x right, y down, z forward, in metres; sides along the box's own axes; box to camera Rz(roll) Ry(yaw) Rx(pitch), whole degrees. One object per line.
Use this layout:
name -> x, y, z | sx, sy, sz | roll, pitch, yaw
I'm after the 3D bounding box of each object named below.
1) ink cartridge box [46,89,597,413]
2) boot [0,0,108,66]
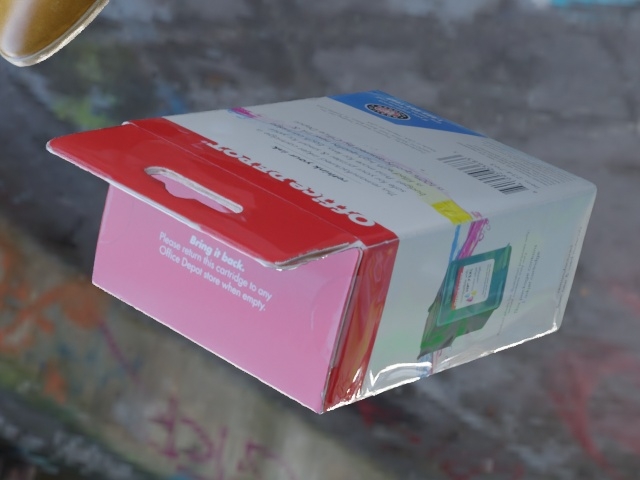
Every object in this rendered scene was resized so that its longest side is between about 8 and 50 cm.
ink cartridge box -> 0.000, 0.000, 0.805 | 0.134, 0.078, 0.231 | 27, -156, 32
boot -> -0.178, -0.259, 1.085 | 0.211, 0.104, 0.295 | 21, 107, -43
